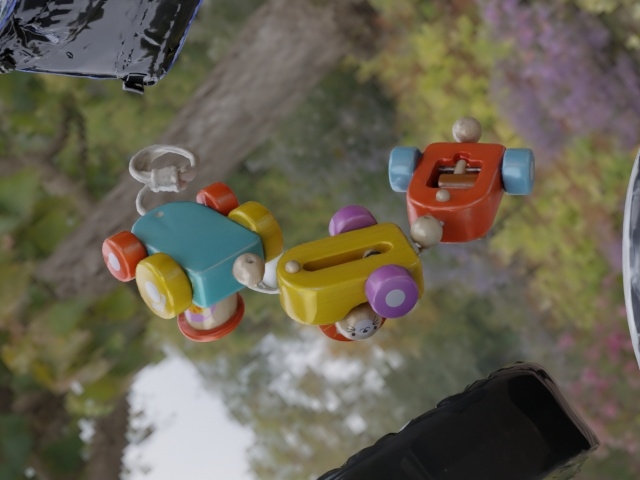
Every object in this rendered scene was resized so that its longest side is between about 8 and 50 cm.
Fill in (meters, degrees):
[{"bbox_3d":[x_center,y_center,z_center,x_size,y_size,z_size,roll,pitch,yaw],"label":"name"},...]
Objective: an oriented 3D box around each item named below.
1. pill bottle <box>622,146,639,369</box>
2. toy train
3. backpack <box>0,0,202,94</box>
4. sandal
[{"bbox_3d":[0.233,0.004,0.609,0.130,0.246,0.130,13,-105,-56],"label":"pill bottle"},{"bbox_3d":[0.000,0.000,0.754,0.125,0.166,0.046,-72,-22,-55],"label":"toy train"},{"bbox_3d":[-0.113,-0.144,0.974,0.105,0.114,0.084,6,-125,-26],"label":"backpack"},{"bbox_3d":[0.044,0.156,0.800,0.107,0.167,0.446,57,177,12],"label":"sandal"}]
